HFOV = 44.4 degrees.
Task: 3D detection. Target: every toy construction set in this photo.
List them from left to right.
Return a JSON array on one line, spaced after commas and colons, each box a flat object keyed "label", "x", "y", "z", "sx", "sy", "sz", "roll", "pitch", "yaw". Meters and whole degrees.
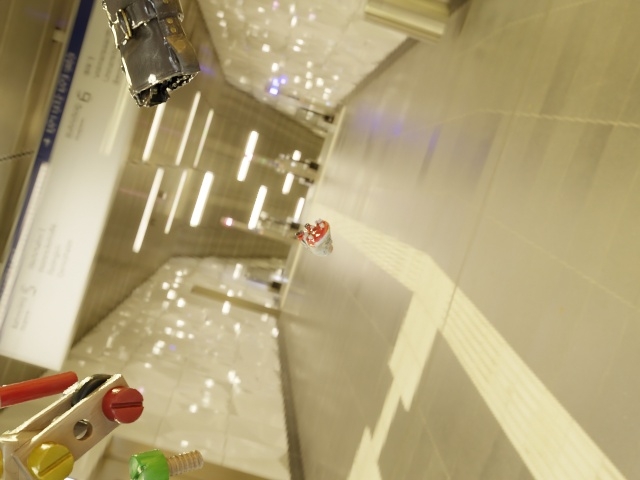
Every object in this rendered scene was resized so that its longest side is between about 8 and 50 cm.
[{"label": "toy construction set", "x": -0.300, "y": 0.250, "z": 0.759, "sx": 0.309, "sy": 0.237, "sz": 0.257, "roll": 34, "pitch": 122, "yaw": 45}]

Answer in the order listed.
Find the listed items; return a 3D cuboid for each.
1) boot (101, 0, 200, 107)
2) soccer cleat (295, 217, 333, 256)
[{"label": "boot", "x": -0.211, "y": -0.249, "z": 0.809, "sx": 0.263, "sy": 0.091, "sz": 0.228, "roll": 8, "pitch": 116, "yaw": 62}, {"label": "soccer cleat", "x": 0.000, "y": 0.000, "z": 0.750, "sx": 0.029, "sy": 0.035, "sz": 0.083, "roll": -47, "pitch": 9, "yaw": -10}]
